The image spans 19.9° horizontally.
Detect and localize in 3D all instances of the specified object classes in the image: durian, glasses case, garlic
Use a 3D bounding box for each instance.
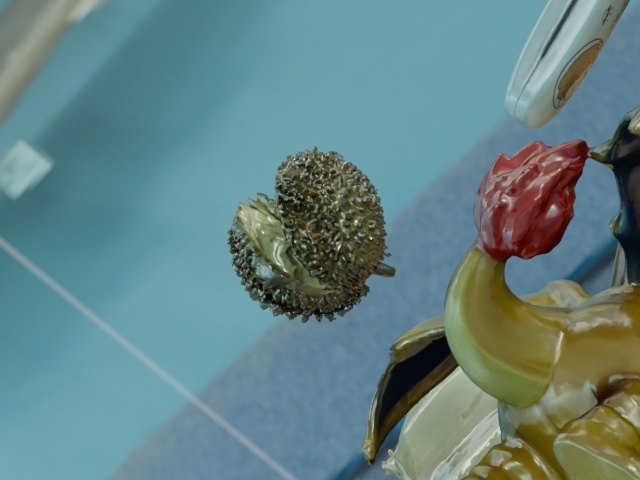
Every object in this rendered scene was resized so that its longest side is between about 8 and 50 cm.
[{"bbox_3d":[0.000,0.000,2.017,0.196,0.196,0.167,-28,37,38],"label":"durian"},{"bbox_3d":[0.188,-0.162,1.318,0.178,0.045,0.067,-60,-20,6],"label":"glasses case"},{"bbox_3d":[0.167,0.157,1.448,0.203,0.184,0.281,-54,-8,-1],"label":"garlic"}]

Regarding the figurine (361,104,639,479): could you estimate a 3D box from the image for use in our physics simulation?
[{"bbox_3d":[0.243,0.035,1.160,0.387,0.268,0.401,-32,-24,-36],"label":"figurine"}]
